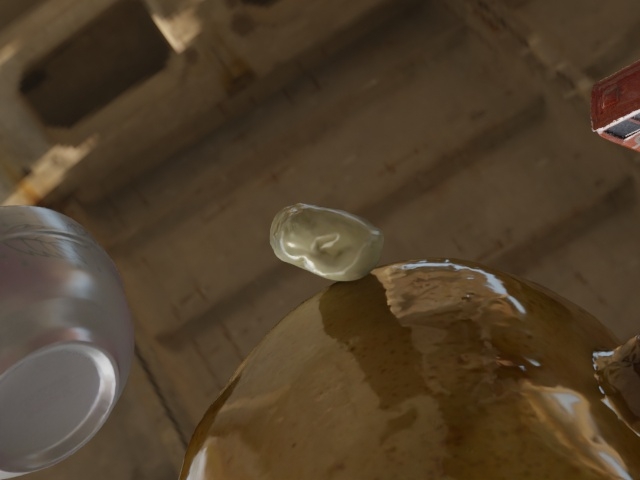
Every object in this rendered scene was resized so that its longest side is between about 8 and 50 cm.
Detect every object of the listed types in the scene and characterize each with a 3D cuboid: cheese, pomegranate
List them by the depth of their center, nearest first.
[{"bbox_3d":[0.000,0.000,0.979,0.194,0.065,0.043,-172,-75,-87],"label":"cheese"},{"bbox_3d":[0.099,0.205,0.997,0.416,0.417,0.417,-18,-136,19],"label":"pomegranate"}]

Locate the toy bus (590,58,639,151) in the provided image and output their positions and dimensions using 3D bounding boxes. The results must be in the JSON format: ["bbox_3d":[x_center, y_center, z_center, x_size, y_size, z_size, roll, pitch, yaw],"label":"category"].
[{"bbox_3d":[0.337,-0.140,1.340,0.235,0.096,0.073,-29,-127,57],"label":"toy bus"}]

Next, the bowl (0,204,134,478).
[{"bbox_3d":[-0.297,0.122,1.514,0.287,0.287,0.144,-42,-129,-8],"label":"bowl"}]
